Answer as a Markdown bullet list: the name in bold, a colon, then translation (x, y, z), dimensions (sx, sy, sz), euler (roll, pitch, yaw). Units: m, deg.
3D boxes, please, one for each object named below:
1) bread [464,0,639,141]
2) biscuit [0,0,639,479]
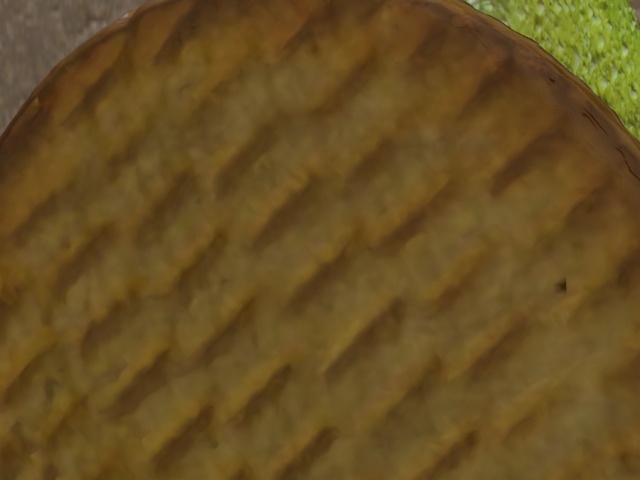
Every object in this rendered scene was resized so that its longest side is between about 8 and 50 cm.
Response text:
- **bread**: translation (0.113, -0.021, 0.908), dimensions (0.045, 0.301, 0.301), euler (-6, 76, 28)
- **biscuit**: translation (-0.004, 0.060, 0.700), dimensions (0.317, 0.040, 0.318), euler (4, 100, 24)
